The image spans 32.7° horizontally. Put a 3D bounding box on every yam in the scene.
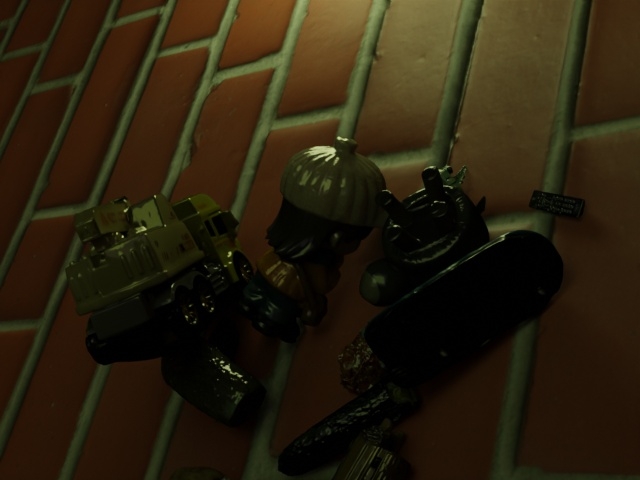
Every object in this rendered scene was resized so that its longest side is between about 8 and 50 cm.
[{"bbox_3d":[-0.170,0.233,1.767,0.183,0.107,0.107,29,80,39],"label":"yam"}]

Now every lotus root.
[{"bbox_3d":[-0.192,0.388,1.705,0.152,0.063,0.072,-12,43,37],"label":"lotus root"}]

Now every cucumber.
[{"bbox_3d":[0.030,0.280,1.604,0.245,0.067,0.067,-35,44,13],"label":"cucumber"}]

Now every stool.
[{"bbox_3d":[0.154,0.002,1.657,0.153,0.139,0.228,17,66,43],"label":"stool"}]

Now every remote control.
[{"bbox_3d":[0.355,-0.053,1.634,0.091,0.016,0.034,17,87,45],"label":"remote control"}]

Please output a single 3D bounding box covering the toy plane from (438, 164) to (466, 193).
[{"bbox_3d":[0.208,-0.095,1.770,0.080,0.033,0.083,-32,43,-5],"label":"toy plane"}]

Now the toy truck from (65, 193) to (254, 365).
[{"bbox_3d":[-0.261,0.041,1.773,0.181,0.254,0.405,-19,4,17],"label":"toy truck"}]

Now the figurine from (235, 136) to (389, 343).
[{"bbox_3d":[-0.022,-0.005,1.759,0.332,0.204,0.185,-49,45,-2],"label":"figurine"}]

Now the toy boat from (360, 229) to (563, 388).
[{"bbox_3d":[0.201,0.083,1.566,0.299,0.134,0.092,-32,20,-1],"label":"toy boat"}]

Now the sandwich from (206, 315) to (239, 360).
[{"bbox_3d":[-0.173,0.180,1.873,0.069,0.026,0.101,14,70,42],"label":"sandwich"}]

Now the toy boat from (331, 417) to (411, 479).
[{"bbox_3d":[0.056,0.358,1.526,0.088,0.068,0.226,19,71,39],"label":"toy boat"}]

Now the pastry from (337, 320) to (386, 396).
[{"bbox_3d":[0.087,0.160,1.652,0.169,0.063,0.087,-44,45,2],"label":"pastry"}]
